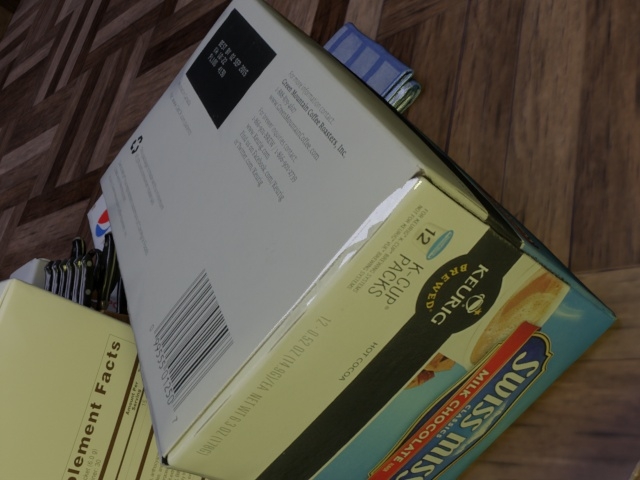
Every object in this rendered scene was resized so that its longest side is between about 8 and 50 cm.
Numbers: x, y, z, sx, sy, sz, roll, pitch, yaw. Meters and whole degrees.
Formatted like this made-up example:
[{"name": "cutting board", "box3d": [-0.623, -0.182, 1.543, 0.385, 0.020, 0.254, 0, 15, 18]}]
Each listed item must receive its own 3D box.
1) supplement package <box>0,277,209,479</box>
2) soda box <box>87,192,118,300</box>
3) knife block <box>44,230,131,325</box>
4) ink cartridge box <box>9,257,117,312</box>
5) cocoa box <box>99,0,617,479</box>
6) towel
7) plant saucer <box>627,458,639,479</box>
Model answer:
[{"name": "supplement package", "box3d": [-0.200, 0.174, 0.621, 0.177, 0.293, 0.175, -12, 56, 45]}, {"name": "soda box", "box3d": [-0.266, 0.005, 0.994, 0.069, 0.074, 0.216, -50, 38, 11]}, {"name": "knife block", "box3d": [-0.228, 0.135, 0.813, 0.088, 0.276, 0.242, -8, 26, 38]}, {"name": "ink cartridge box", "box3d": [-0.339, 0.151, 0.910, 0.093, 0.154, 0.213, -21, 52, 41]}, {"name": "cocoa box", "box3d": [0.000, 0.000, 0.566, 0.231, 0.228, 0.347, -49, 38, 13]}, {"name": "towel", "box3d": [-0.021, -0.116, 0.835, 0.285, 0.034, 0.209, -48, 36, 11]}, {"name": "plant saucer", "box3d": [0.256, 0.145, 0.258, 0.310, 0.050, 0.311, -37, 21, 17]}]
